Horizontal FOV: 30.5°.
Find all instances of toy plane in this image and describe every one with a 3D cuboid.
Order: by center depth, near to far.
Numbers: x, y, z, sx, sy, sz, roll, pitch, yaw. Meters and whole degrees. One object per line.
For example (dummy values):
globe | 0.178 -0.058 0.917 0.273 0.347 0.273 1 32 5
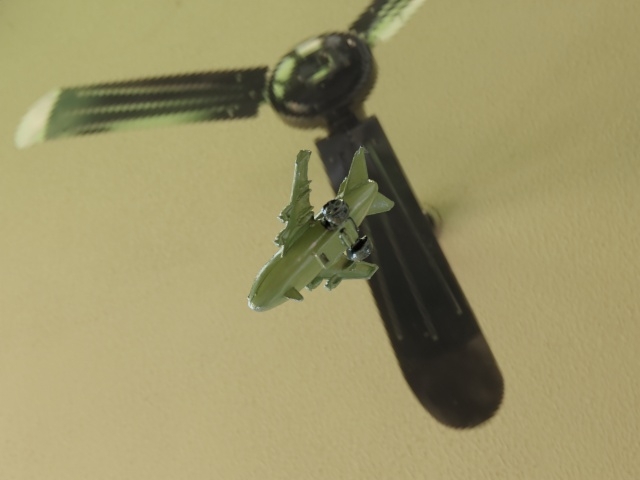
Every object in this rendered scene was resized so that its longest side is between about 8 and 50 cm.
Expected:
toy plane | 0.000 0.000 0.671 0.040 0.102 0.111 16 -121 47
